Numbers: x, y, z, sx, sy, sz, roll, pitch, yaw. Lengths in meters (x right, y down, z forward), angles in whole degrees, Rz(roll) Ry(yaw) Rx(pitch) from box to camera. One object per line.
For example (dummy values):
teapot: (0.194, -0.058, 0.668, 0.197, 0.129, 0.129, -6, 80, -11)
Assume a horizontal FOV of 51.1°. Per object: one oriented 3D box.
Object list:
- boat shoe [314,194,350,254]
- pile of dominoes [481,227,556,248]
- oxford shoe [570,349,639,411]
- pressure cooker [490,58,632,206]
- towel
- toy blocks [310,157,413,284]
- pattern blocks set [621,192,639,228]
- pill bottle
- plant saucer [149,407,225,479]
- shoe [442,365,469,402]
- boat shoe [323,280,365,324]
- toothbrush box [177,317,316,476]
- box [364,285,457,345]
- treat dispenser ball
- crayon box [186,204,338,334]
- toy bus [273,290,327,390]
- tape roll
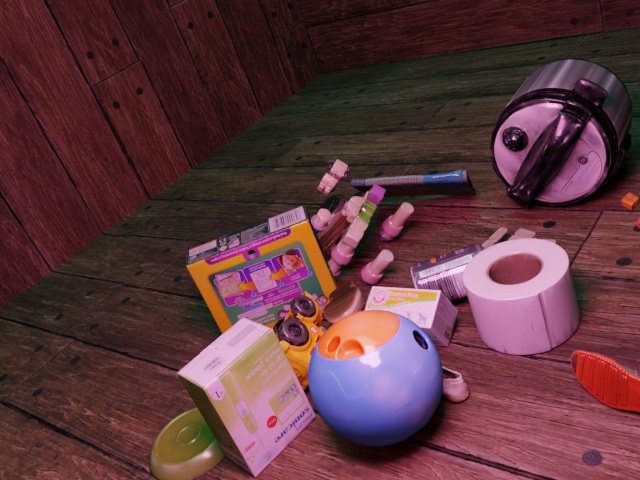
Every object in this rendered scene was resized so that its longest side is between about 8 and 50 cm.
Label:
boat shoe: (0.000, 0.000, 2.228, 0.324, 0.120, 0.122, -48, 33, -2)
pile of dominoes: (0.510, 0.065, 1.858, 0.251, 0.040, 0.196, -41, 33, -16)
oxford shoe: (0.626, 0.282, 1.320, 0.098, 0.097, 0.271, -15, 25, -32)
pressure cooker: (0.707, -0.307, 1.999, 0.376, 0.369, 0.420, -5, 28, 37)
towel: (0.310, -0.183, 2.204, 0.370, 0.040, 0.271, -1, -6, 18)
toy blocks: (0.081, -0.025, 2.085, 0.288, 0.309, 0.260, -61, 4, -40)
pattern blocks set: (0.985, -0.126, 1.839, 0.285, 0.026, 0.325, -12, 28, 18)
pill bottle: (0.374, 0.088, 1.770, 0.246, 0.130, 0.130, -20, 27, 13)
plant saucer: (-0.323, 0.494, 1.667, 0.241, 0.037, 0.241, -18, 28, 10)
shoe: (0.254, 0.306, 1.558, 0.076, 0.058, 0.219, -37, 31, -27)
boat shoe: (0.077, 0.186, 1.772, 0.109, 0.098, 0.302, -33, 5, 4)
toothbrush box: (-0.162, 0.355, 1.531, 0.206, 0.283, 0.122, -39, 33, -30)
box: (0.224, 0.190, 1.700, 0.203, 0.114, 0.103, 0, 60, 38)
treat dispenser ball: (0.117, 0.291, 1.435, 0.288, 0.288, 0.288, -17, 28, 9)
crayon box: (-0.156, 0.110, 1.934, 0.363, 0.313, 0.106, -20, 31, 2)
toy bus: (-0.023, 0.269, 1.712, 0.149, 0.211, 0.220, -57, 5, 40)
tape roll: (0.477, 0.130, 1.593, 0.246, 0.169, 0.246, -17, 28, 9)
